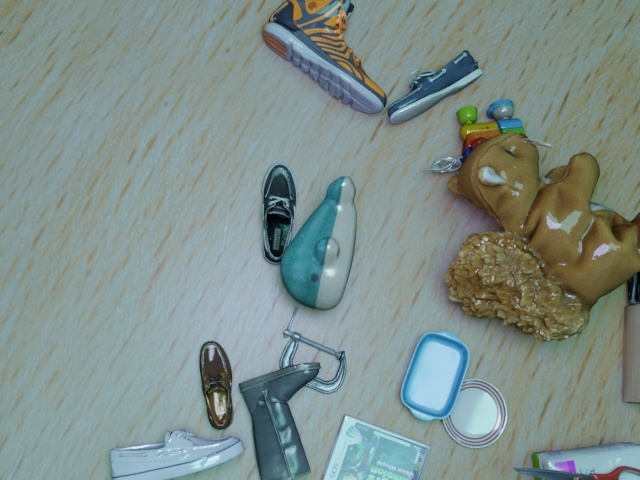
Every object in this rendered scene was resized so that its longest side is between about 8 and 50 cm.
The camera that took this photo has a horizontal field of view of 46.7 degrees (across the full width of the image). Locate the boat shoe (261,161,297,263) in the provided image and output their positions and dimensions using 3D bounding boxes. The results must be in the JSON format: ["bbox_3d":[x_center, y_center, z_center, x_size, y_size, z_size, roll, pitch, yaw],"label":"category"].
[{"bbox_3d":[-0.084,-0.062,1.550,0.077,0.070,0.220,2,79,-7],"label":"boat shoe"}]

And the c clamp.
[{"bbox_3d":[-0.013,0.235,1.530,0.160,0.022,0.137,29,77,-1],"label":"c clamp"}]

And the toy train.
[{"bbox_3d":[0.326,-0.230,1.623,0.247,0.105,0.144,-6,70,-7],"label":"toy train"}]

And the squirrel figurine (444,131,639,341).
[{"bbox_3d":[0.414,-0.013,1.485,0.370,0.281,0.397,34,87,-11],"label":"squirrel figurine"}]

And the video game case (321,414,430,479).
[{"bbox_3d":[0.109,0.468,1.502,0.190,0.022,0.173,21,78,-3],"label":"video game case"}]

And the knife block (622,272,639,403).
[{"bbox_3d":[0.703,0.182,1.595,0.275,0.088,0.242,-38,85,-12],"label":"knife block"}]

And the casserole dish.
[{"bbox_3d":[0.237,0.280,1.537,0.114,0.037,0.189,20,76,9],"label":"casserole dish"}]

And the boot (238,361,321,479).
[{"bbox_3d":[-0.059,0.360,1.466,0.189,0.076,0.209,-22,75,13],"label":"boot"}]

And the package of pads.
[{"bbox_3d":[0.572,0.569,1.500,0.229,0.101,0.297,-5,81,-8],"label":"package of pads"}]

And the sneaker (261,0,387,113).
[{"bbox_3d":[0.045,-0.427,1.606,0.321,0.124,0.180,38,79,1],"label":"sneaker"}]

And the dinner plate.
[{"bbox_3d":[0.321,0.361,1.551,0.141,0.017,0.141,1,80,-8],"label":"dinner plate"}]

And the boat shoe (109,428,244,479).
[{"bbox_3d":[-0.279,0.407,1.428,0.257,0.095,0.084,-12,86,-10],"label":"boat shoe"}]

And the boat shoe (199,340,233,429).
[{"bbox_3d":[-0.205,0.288,1.476,0.064,0.060,0.178,-8,81,-8],"label":"boat shoe"}]

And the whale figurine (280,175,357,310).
[{"bbox_3d":[0.000,0.000,1.482,0.141,0.216,0.272,11,97,4],"label":"whale figurine"}]

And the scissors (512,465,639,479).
[{"bbox_3d":[0.526,0.464,1.458,0.297,0.021,0.109,24,78,1],"label":"scissors"}]

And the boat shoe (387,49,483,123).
[{"bbox_3d":[0.244,-0.342,1.630,0.254,0.095,0.079,-31,86,-13],"label":"boat shoe"}]
